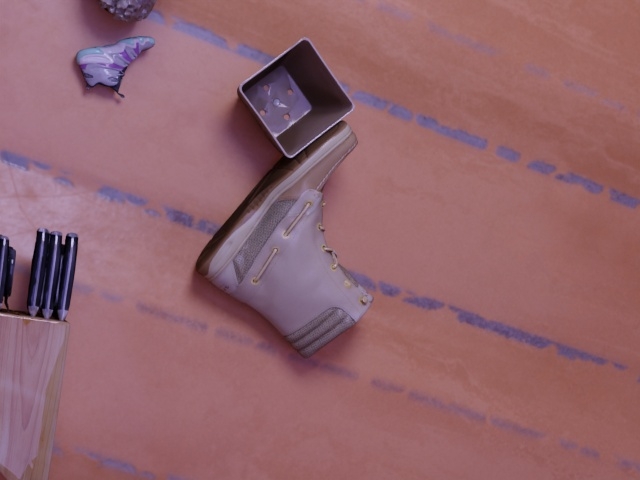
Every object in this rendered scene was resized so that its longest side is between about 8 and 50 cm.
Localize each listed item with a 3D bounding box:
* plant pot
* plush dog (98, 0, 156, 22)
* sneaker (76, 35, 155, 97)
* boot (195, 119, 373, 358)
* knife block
[{"bbox_3d":[-0.042,-0.175,1.685,0.109,0.096,0.109,-39,103,-13],"label":"plant pot"},{"bbox_3d":[-0.191,-0.406,1.561,0.211,0.225,0.262,-24,99,-15],"label":"plush dog"},{"bbox_3d":[-0.244,-0.209,1.653,0.098,0.038,0.069,-16,98,-7],"label":"sneaker"},{"bbox_3d":[0.000,0.000,1.696,0.203,0.095,0.262,42,91,-14],"label":"boot"},{"bbox_3d":[-0.338,0.132,1.606,0.242,0.088,0.275,-38,102,-12],"label":"knife block"}]
